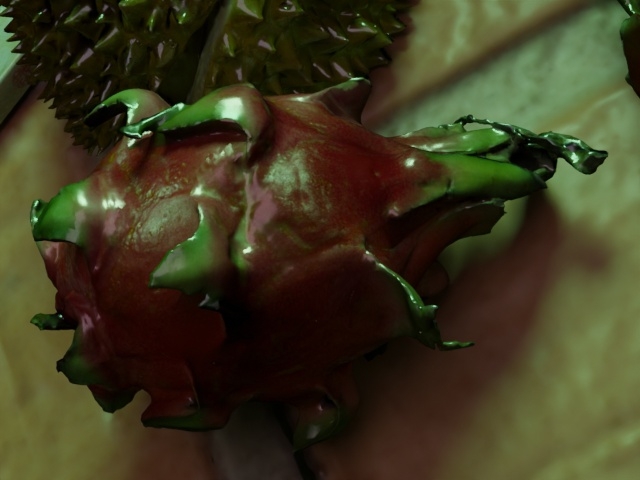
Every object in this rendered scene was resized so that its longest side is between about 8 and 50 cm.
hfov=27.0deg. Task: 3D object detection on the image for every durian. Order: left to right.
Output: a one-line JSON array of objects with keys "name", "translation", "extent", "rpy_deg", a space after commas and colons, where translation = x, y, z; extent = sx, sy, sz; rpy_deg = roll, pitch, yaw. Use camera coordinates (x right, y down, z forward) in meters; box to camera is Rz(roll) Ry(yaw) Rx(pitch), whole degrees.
[{"name": "durian", "translation": [-0.061, -0.159, 0.606], "extent": [0.193, 0.138, 0.237], "rpy_deg": [-16, 63, 13]}]

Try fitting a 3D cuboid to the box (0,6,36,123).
[{"name": "box", "translation": [-0.212, -0.120, 0.710], "extent": [0.167, 0.024, 0.090], "rpy_deg": [31, 81, 29]}]

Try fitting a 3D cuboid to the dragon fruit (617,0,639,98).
[{"name": "dragon fruit", "translation": [0.211, -0.082, 0.457], "extent": [0.200, 0.198, 0.269], "rpy_deg": [-36, 51, 27]}]

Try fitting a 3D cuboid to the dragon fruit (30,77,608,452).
[{"name": "dragon fruit", "translation": [0.000, 0.002, 0.528], "extent": [0.236, 0.135, 0.137], "rpy_deg": [-4, 60, -1]}]
